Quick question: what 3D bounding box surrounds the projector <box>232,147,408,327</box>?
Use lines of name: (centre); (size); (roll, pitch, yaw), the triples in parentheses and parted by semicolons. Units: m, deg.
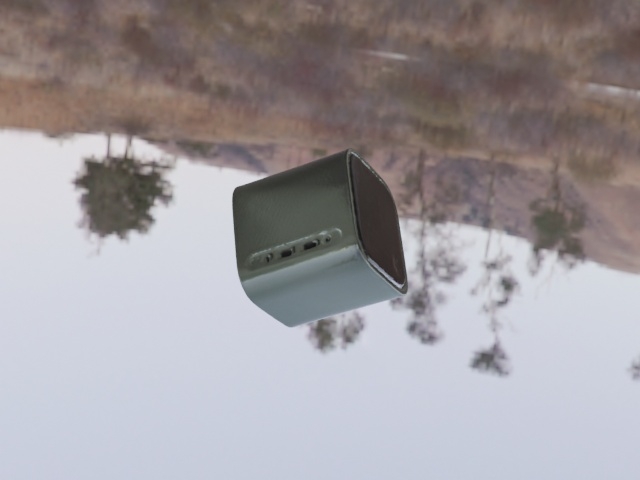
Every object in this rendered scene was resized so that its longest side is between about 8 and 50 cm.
projector: (0.000, 0.000, 0.726); (0.082, 0.083, 0.083); (-18, 151, 20)
